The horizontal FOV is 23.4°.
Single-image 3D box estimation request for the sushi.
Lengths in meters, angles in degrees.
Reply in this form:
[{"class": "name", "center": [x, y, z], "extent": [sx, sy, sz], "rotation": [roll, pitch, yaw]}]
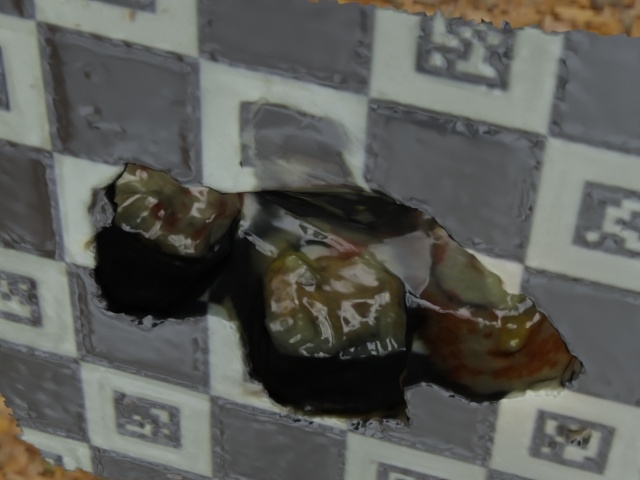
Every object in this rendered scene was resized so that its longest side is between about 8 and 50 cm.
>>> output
[{"class": "sushi", "center": [0.000, 0.000, 0.401], "extent": [0.210, 0.040, 0.192], "rotation": [7, 135, 17]}]
